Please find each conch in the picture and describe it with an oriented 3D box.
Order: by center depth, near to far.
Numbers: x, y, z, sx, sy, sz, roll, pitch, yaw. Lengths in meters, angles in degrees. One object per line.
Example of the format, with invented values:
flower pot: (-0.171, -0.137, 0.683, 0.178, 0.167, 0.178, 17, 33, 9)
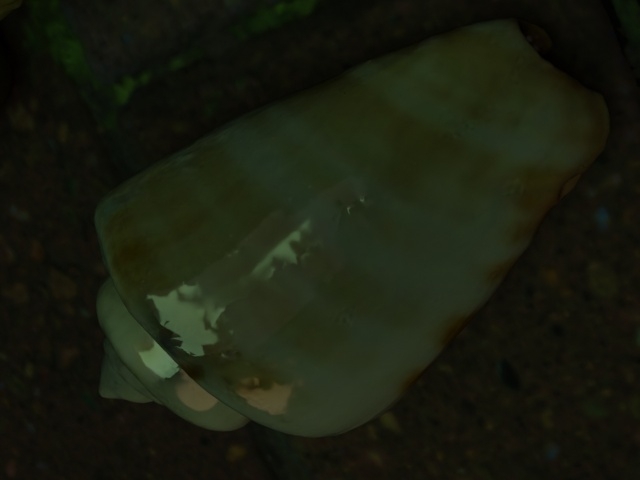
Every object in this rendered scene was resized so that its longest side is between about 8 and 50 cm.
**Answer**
conch: (-0.005, 0.004, 0.565, 0.255, 0.127, 0.158, -41, 91, 27)

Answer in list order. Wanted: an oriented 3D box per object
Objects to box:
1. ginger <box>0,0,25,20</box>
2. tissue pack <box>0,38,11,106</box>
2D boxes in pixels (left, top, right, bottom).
ginger: (-0.114, -0.177, 0.557, 0.193, 0.115, 0.123, -29, 83, 18)
tissue pack: (-0.245, -0.101, 0.618, 0.123, 0.127, 0.178, -35, 93, 30)
